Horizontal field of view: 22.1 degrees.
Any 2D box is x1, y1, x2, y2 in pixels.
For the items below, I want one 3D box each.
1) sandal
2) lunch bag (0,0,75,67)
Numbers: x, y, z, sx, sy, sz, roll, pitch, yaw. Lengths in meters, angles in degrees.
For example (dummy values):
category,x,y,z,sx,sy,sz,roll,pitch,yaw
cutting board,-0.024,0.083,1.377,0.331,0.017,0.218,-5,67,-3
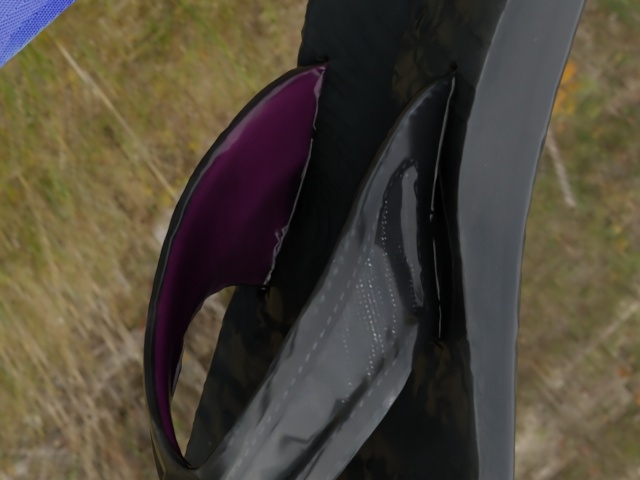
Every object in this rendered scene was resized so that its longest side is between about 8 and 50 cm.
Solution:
category,x,y,z,sx,sy,sz,roll,pitch,yaw
sandal,-0.001,-0.002,0.623,0.107,0.167,0.446,14,85,-39
lunch bag,-0.207,-0.102,0.671,0.221,0.293,0.138,-43,127,-16
